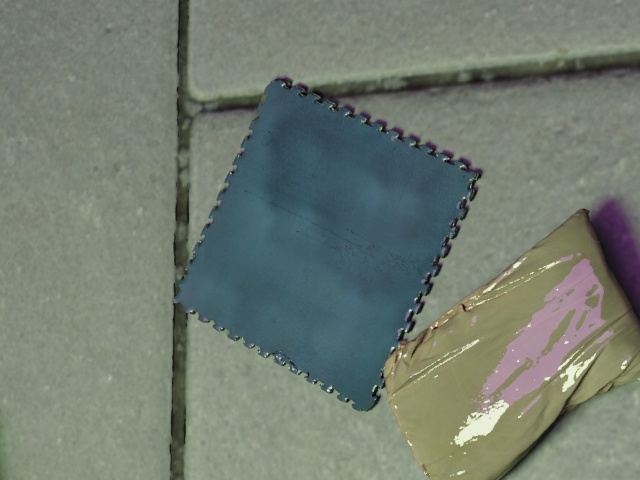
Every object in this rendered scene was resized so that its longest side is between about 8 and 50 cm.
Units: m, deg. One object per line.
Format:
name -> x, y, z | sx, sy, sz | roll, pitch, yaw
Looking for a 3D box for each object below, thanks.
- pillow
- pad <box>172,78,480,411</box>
pillow -> 0.183, 0.116, 1.577 | 0.270, 0.067, 0.173 | -38, 72, 18
pad -> 0.000, 0.000, 1.722 | 0.269, 0.012, 0.269 | 29, 96, 28
